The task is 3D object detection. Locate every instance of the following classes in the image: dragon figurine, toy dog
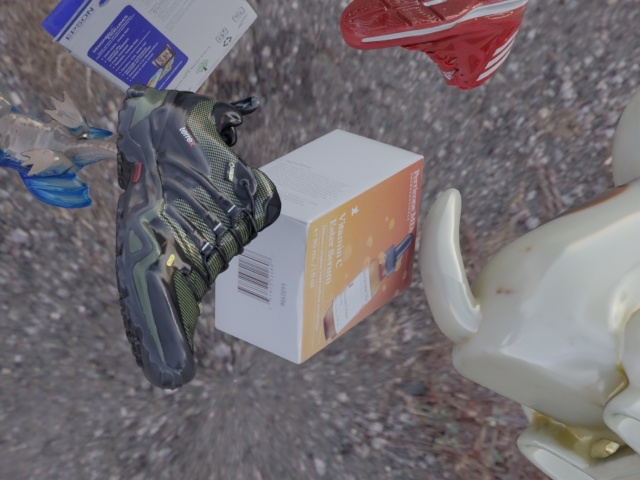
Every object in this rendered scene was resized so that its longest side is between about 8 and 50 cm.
[{"bbox_3d":[-0.256,-0.084,1.193,0.289,0.144,0.085,12,78,14],"label":"dragon figurine"},{"bbox_3d":[0.315,0.015,1.149,0.395,0.284,0.408,33,69,7],"label":"toy dog"}]

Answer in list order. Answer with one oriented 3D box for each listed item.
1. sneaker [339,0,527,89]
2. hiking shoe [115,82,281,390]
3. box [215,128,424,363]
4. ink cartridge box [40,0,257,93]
[{"bbox_3d":[0.119,-0.197,1.277,0.221,0.128,0.087,-15,44,-21],"label":"sneaker"},{"bbox_3d":[-0.081,-0.010,0.848,0.114,0.086,0.227,-2,66,-7],"label":"hiking shoe"},{"bbox_3d":[0.000,0.000,1.029,0.091,0.170,0.130,20,123,30],"label":"box"},{"bbox_3d":[-0.176,-0.235,1.275,0.065,0.332,0.165,41,91,13],"label":"ink cartridge box"}]
